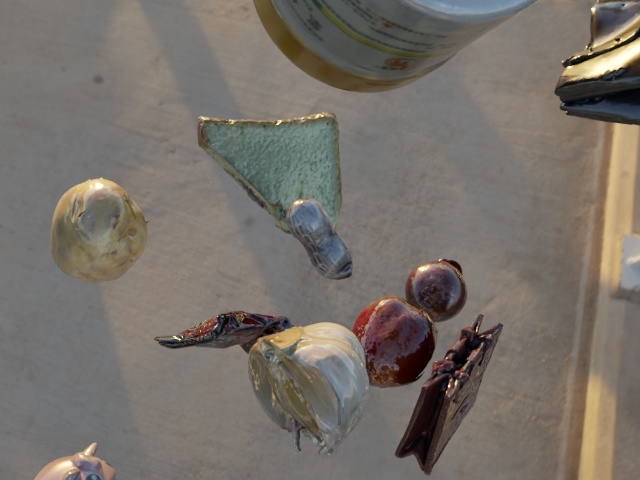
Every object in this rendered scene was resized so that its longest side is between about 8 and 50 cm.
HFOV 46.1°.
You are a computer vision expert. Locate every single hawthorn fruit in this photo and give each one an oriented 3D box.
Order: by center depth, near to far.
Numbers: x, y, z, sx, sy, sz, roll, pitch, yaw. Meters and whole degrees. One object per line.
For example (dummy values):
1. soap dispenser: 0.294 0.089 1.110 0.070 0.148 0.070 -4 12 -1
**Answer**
1. hawthorn fruit: 0.132 0.228 1.559 0.181 0.181 0.235 36 70 23

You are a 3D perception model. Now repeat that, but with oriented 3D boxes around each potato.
1. potato: -0.350 -0.006 1.190 0.128 0.234 0.161 -12 60 -39

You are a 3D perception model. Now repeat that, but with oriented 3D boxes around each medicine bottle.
1. medicine bottle: 0.071 -0.275 0.678 0.238 0.232 0.237 1 86 -16

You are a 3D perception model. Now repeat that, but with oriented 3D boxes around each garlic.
1. garlic: -0.004 0.199 1.093 0.143 0.177 0.230 -28 14 -38

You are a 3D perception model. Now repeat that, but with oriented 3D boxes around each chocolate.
1. chocolate: 0.000 0.000 1.275 0.072 0.167 0.072 -27 26 15

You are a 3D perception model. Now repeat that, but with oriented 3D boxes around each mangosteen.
1. mangosteen: 0.288 0.127 1.814 0.156 0.181 0.145 -38 63 11

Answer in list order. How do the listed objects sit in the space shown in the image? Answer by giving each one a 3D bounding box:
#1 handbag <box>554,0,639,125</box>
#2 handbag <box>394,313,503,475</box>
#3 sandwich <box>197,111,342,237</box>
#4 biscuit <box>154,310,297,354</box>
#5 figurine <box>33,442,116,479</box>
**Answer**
1. handbag: 0.377 -0.233 0.694 0.288 0.152 0.342 -7 44 36
2. handbag: 0.265 0.311 1.528 0.084 0.275 0.260 29 46 22
3. sandwich: -0.096 -0.125 1.484 0.289 0.254 0.100 -3 14 -19
4. biscuit: -0.162 0.168 1.354 0.151 0.235 0.063 -29 67 35
5. figurine: -0.413 0.492 1.257 0.186 0.176 0.287 21 87 -9
